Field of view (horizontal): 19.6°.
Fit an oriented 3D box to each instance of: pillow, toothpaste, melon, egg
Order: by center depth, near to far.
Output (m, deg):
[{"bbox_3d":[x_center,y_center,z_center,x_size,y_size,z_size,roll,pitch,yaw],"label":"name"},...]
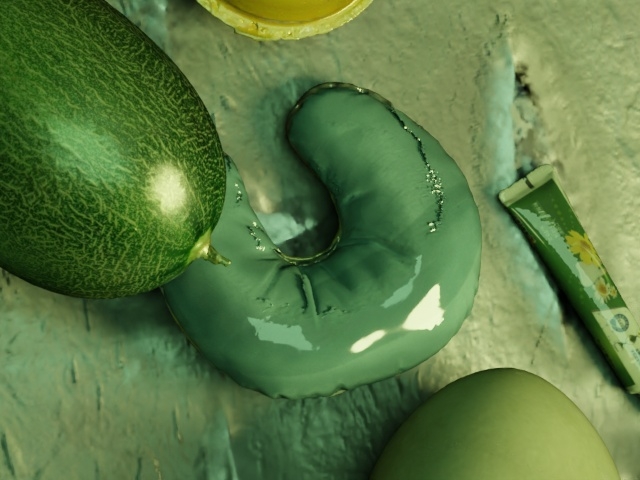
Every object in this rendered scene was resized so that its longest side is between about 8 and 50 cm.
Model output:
[{"bbox_3d":[-0.173,-0.068,1.177,0.288,0.182,0.182,39,77,12],"label":"melon"},{"bbox_3d":[0.115,0.206,1.237,0.186,0.186,0.253,16,69,-13],"label":"egg"},{"bbox_3d":[0.000,0.000,1.279,0.233,0.086,0.214,-24,83,-15],"label":"pillow"},{"bbox_3d":[0.201,0.040,1.355,0.049,0.031,0.204,-32,93,-15],"label":"toothpaste"}]

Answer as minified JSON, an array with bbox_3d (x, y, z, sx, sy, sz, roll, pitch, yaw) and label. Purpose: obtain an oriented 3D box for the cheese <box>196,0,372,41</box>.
[{"bbox_3d":[-0.061,-0.225,1.285,0.270,0.069,0.177,-3,86,-12],"label":"cheese"}]
